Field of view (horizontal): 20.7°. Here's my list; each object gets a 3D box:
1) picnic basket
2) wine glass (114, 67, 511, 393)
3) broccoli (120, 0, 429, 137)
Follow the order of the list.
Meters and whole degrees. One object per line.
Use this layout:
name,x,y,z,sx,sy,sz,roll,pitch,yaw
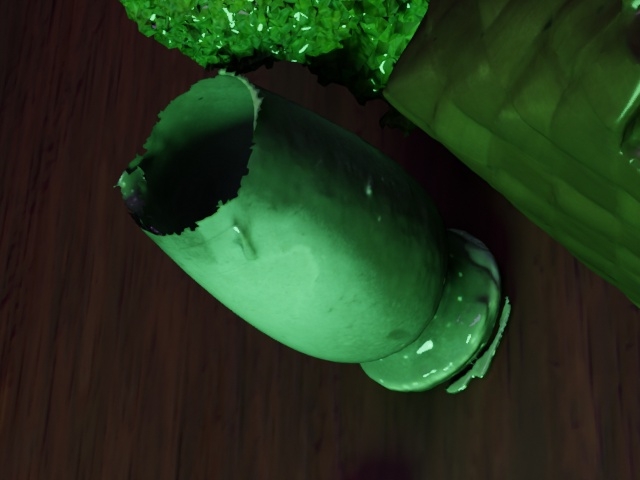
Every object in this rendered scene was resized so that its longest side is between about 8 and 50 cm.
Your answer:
picnic basket,0.227,-0.071,0.684,0.321,0.291,0.254,6,67,54
wine glass,0.000,0.000,0.889,0.111,0.204,0.111,-24,51,33
broccoli,0.028,-0.247,0.898,0.413,0.310,0.321,29,111,4
